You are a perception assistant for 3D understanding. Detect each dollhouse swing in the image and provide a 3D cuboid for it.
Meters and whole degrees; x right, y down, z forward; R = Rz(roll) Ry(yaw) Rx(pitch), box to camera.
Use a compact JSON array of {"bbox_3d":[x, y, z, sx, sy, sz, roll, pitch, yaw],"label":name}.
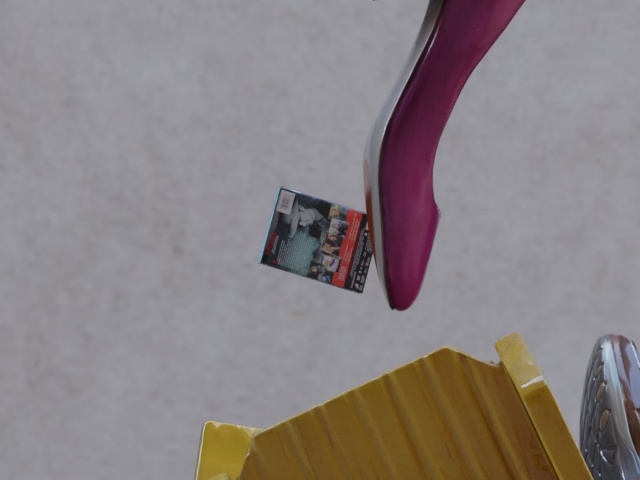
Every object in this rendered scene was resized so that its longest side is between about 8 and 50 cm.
[{"bbox_3d":[0.090,0.289,1.766,0.347,0.315,0.305,-25,0,3],"label":"dollhouse swing"}]

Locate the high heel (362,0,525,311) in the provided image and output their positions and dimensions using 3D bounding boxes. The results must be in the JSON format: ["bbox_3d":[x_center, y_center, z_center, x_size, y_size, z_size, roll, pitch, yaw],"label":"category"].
[{"bbox_3d":[0.133,-0.116,1.798,0.181,0.377,0.127,-1,19,-4],"label":"high heel"}]

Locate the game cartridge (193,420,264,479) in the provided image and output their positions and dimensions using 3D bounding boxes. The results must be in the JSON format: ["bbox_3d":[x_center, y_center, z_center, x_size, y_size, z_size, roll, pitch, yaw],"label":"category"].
[{"bbox_3d":[-0.004,0.352,2.023,0.285,0.324,0.053,10,-36,-4],"label":"game cartridge"}]

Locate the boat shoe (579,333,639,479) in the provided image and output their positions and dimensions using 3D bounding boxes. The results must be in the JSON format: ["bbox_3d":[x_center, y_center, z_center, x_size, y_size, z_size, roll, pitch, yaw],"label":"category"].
[{"bbox_3d":[0.353,0.244,2.081,0.116,0.324,0.123,0,-36,-11],"label":"boat shoe"}]

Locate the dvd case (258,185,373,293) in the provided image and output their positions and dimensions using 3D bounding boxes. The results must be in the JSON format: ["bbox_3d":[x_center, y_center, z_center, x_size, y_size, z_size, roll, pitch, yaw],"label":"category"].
[{"bbox_3d":[0.000,0.000,2.102,0.119,0.087,0.013,17,-9,-16],"label":"dvd case"}]
